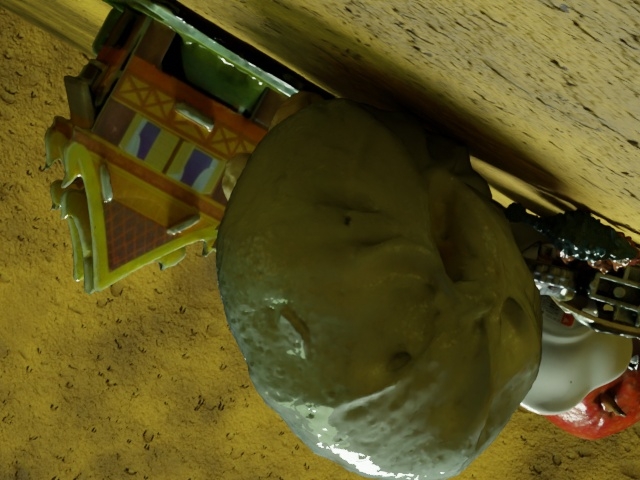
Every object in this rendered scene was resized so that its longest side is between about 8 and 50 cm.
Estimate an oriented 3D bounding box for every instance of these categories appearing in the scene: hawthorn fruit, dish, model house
[{"bbox_3d":[0.348,0.165,1.985,0.196,0.196,0.225,29,-161,-17],"label":"hawthorn fruit"},{"bbox_3d":[0.236,0.063,1.644,0.229,0.229,0.081,29,151,-2],"label":"dish"},{"bbox_3d":[-0.140,-0.064,1.741,0.357,0.313,0.242,28,-178,-22],"label":"model house"}]

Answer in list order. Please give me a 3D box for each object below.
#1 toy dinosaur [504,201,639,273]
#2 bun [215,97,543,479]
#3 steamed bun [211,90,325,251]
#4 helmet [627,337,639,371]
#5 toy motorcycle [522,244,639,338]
[{"bbox_3d":[0.234,-0.004,1.451,0.154,0.049,0.055,22,177,38],"label":"toy dinosaur"},{"bbox_3d":[0.073,0.038,1.394,0.354,0.354,0.194,29,139,-32],"label":"bun"},{"bbox_3d":[0.000,0.000,1.583,0.137,0.295,0.292,-16,101,48],"label":"steamed bun"},{"bbox_3d":[0.314,0.078,1.828,0.153,0.107,0.177,23,-179,21],"label":"helmet"},{"bbox_3d":[0.299,0.048,1.535,0.229,0.094,0.130,15,180,17],"label":"toy motorcycle"}]
